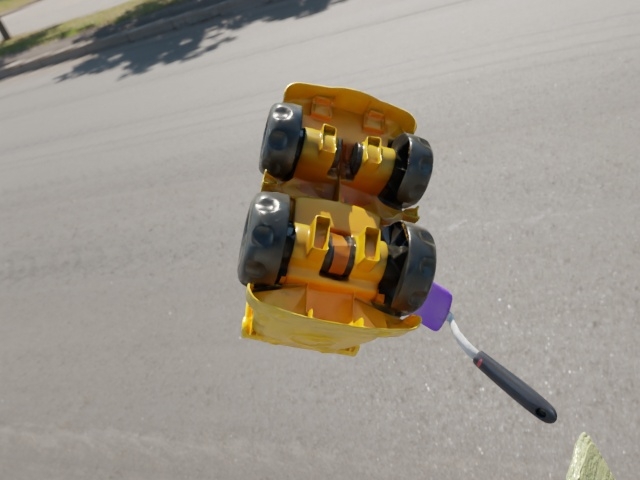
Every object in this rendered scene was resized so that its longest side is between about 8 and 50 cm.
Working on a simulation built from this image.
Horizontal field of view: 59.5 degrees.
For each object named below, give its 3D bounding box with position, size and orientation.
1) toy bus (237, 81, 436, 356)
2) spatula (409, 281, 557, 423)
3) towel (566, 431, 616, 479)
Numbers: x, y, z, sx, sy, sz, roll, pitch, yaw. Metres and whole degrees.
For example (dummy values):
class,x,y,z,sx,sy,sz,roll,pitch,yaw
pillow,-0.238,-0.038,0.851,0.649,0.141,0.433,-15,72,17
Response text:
class,x,y,z,sx,sy,sz,roll,pitch,yaw
toy bus,0.000,0.000,0.525,0.150,0.211,0.220,11,63,-10
spatula,0.209,0.146,0.790,0.030,0.084,0.296,-12,41,-33
towel,0.420,0.388,0.872,0.027,0.110,0.148,-28,11,43
